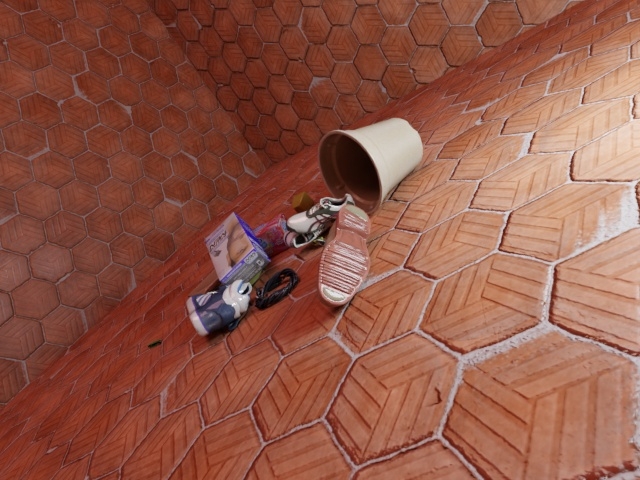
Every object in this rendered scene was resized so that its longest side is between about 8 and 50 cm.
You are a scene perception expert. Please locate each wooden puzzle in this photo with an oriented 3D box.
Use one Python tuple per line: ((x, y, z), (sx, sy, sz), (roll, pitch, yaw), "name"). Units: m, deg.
((-0.512, 0.193, 1.951), (0.238, 0.044, 0.221), (-17, 27, 53), "wooden puzzle")

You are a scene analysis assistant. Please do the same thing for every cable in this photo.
((-0.156, 0.163, 1.407), (0.184, 0.047, 0.151), (-28, 21, 20), "cable")

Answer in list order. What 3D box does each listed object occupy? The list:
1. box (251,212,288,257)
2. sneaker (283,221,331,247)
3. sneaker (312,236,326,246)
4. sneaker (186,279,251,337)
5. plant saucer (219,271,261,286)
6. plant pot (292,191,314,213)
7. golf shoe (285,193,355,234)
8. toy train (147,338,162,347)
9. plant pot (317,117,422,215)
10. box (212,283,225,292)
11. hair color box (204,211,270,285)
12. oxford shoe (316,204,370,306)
((-0.247, 0.002, 1.816), (0.256, 0.123, 0.128), (-27, 22, 24), "box")
((-0.029, -0.040, 1.595), (0.235, 0.090, 0.094), (-36, 20, -16), "sneaker")
((0.000, 0.000, 1.548), (0.035, 0.031, 0.083), (-43, 21, -23), "sneaker")
((-0.359, 0.230, 1.506), (0.236, 0.130, 0.322), (-30, 13, -14), "sneaker")
((-0.331, 0.166, 1.709), (0.240, 0.037, 0.241), (-31, 21, 13), "plant saucer")
((-0.096, -0.182, 2.068), (0.081, 0.081, 0.083), (-19, 36, 39), "plant pot")
((-0.003, -0.105, 1.517), (0.272, 0.120, 0.105), (-13, 44, -1), "golf shoe")
((-0.702, 0.437, 1.731), (0.083, 0.017, 0.024), (-26, 11, 26), "toy train")
((0.211, -0.310, 1.551), (0.305, 0.334, 0.333), (-33, 16, -27), "plant pot")
((-0.405, 0.204, 1.659), (0.083, 0.018, 0.067), (-26, 22, 26), "box")
((-0.349, 0.039, 1.668), (0.185, 0.110, 0.339), (-44, 39, 2), "hair color box")
((0.062, 0.063, 1.216), (0.147, 0.140, 0.397), (-60, 5, 41), "oxford shoe")
